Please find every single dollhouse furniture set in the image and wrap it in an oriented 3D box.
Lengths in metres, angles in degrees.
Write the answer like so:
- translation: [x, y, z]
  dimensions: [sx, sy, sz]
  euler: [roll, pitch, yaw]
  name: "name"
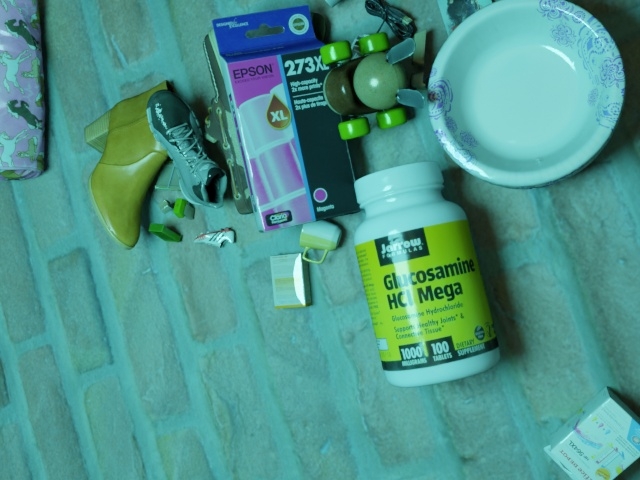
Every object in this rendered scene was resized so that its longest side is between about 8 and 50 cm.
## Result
- translation: [0.196, -0.301, 1.182]
  dimensions: [0.081, 0.091, 0.114]
  euler: [4, 88, 3]
  name: "dollhouse furniture set"
- translation: [-0.280, -0.077, 1.366]
  dimensions: [0.076, 0.058, 0.151]
  euler: [4, 72, 26]
  name: "dollhouse furniture set"

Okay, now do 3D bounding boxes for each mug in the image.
- translation: [0.001, -0.003, 1.256]
  dimensions: [0.064, 0.062, 0.078]
  euler: [16, 112, 9]
  name: "mug"

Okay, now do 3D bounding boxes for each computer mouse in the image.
- translation: [0.079, -0.323, 1.237]
  dimensions: [0.106, 0.042, 0.193]
  euler: [33, 94, 11]
  name: "computer mouse"

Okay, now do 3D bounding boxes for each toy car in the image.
- translation: [0.104, -0.253, 1.108]
  dimensions: [0.149, 0.188, 0.155]
  euler: [-20, 101, -26]
  name: "toy car"

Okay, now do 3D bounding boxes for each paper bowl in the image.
- translation: [0.318, -0.221, 1.098]
  dimensions: [0.284, 0.148, 0.284]
  euler: [0, 90, 18]
  name: "paper bowl"

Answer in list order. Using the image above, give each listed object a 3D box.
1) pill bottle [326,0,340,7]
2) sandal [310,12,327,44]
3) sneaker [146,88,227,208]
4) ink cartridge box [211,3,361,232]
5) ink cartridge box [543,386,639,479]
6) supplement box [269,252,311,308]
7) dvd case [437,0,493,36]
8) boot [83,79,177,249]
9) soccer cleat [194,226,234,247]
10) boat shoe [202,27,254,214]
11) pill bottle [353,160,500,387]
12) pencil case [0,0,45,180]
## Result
- translation: [0.070, -0.511, 1.196]
  dimensions: [0.221, 0.121, 0.121]
  euler: [-39, 78, 14]
  name: "pill bottle"
- translation: [-0.039, -0.303, 1.271]
  dimensions: [0.090, 0.060, 0.219]
  euler: [11, 79, 12]
  name: "sandal"
- translation: [-0.219, -0.156, 1.241]
  dimensions: [0.086, 0.132, 0.228]
  euler: [-33, 122, -20]
  name: "sneaker"
- translation: [-0.057, -0.209, 1.189]
  dimensions: [0.176, 0.069, 0.370]
  euler: [-14, 93, -14]
  name: "ink cartridge box"
- translation: [0.427, 0.314, 1.091]
  dimensions: [0.092, 0.090, 0.143]
  euler: [45, 102, 13]
  name: "ink cartridge box"
- translation: [-0.054, 0.073, 1.281]
  dimensions: [0.062, 0.036, 0.098]
  euler: [-5, 88, 19]
  name: "supplement box"
- translation: [0.255, -0.368, 1.190]
  dimensions: [0.087, 0.013, 0.119]
  euler: [-17, 85, 18]
  name: "dvd case"
- translation: [-0.327, -0.150, 1.323]
  dimensions: [0.211, 0.104, 0.295]
  euler: [-24, 69, 14]
  name: "boot"
- translation: [-0.202, -0.001, 1.337]
  dimensions: [0.083, 0.029, 0.035]
  euler: [-14, 81, 14]
  name: "soccer cleat"
- translation: [-0.161, -0.212, 1.278]
  dimensions: [0.123, 0.123, 0.342]
  euler: [-19, 92, 19]
  name: "boat shoe"
- translation: [0.159, 0.052, 1.129]
  dimensions: [0.188, 0.188, 0.333]
  euler: [-15, 85, 18]
  name: "pill bottle"
- translation: [-0.650, -0.315, 1.423]
  dimensions: [0.160, 0.167, 0.386]
  euler: [-1, 89, 51]
  name: "pencil case"
